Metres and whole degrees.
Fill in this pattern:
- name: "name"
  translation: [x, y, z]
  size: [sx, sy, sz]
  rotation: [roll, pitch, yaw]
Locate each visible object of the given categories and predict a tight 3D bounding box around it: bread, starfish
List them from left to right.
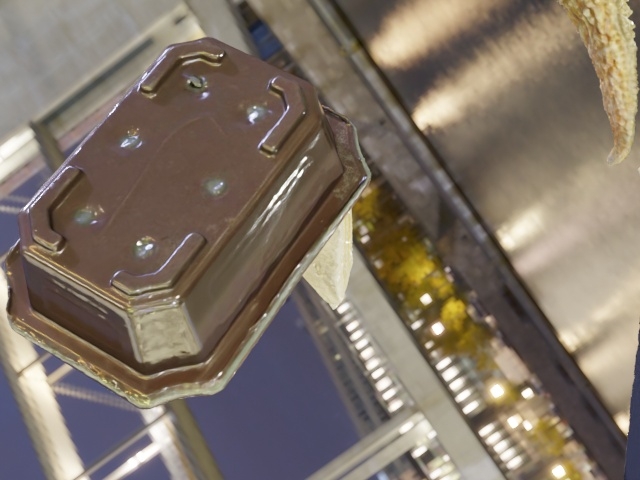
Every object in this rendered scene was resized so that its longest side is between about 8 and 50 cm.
- name: "bread"
  translation: [0.021, 0.000, 1.189]
  size: [0.152, 0.105, 0.077]
  rotation: [46, -136, -38]
- name: "starfish"
  translation: [0.129, -0.188, 0.638]
  size: [0.231, 0.048, 0.295]
  rotation: [28, 143, 51]

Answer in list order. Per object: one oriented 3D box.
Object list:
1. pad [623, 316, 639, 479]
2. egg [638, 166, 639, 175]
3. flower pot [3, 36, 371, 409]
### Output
- name: "pad"
  translation: [0.264, -0.018, 0.539]
  size: [0.007, 0.247, 0.367]
  rotation: [18, 154, -11]
- name: "egg"
  translation: [0.409, -0.079, 0.955]
  size: [0.203, 0.245, 0.203]
  rotation: [1, -90, -69]
- name: "flower pot"
  translation: [-0.090, -0.031, 0.695]
  size: [0.179, 0.251, 0.084]
  rotation: [27, 155, 19]
